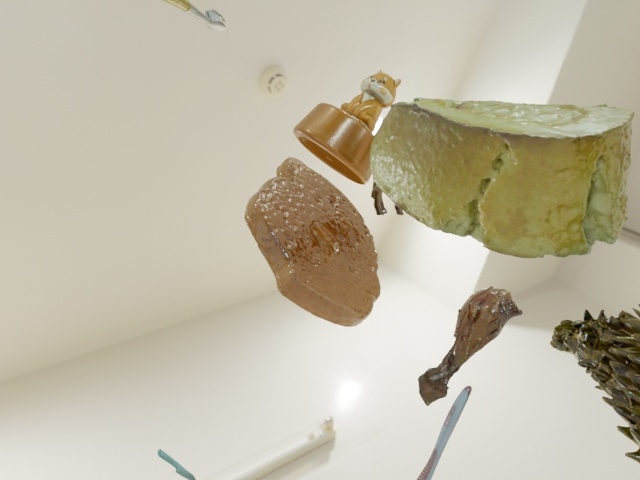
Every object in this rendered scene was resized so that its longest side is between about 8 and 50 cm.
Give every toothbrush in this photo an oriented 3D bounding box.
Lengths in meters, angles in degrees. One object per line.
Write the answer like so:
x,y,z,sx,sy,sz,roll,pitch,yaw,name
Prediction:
0.094,0.221,0.474,0.019,0.013,0.193,33,-97,-18,toothbrush
-0.177,-0.299,0.628,0.021,0.288,0.024,-18,-82,13,toothbrush

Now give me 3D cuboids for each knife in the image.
-0.185,0.295,0.661,0.005,0.014,0.091,-23,-50,5,knife

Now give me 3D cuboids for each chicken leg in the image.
0.310,0.226,1.099,0.093,0.113,0.304,38,-93,-22,chicken leg

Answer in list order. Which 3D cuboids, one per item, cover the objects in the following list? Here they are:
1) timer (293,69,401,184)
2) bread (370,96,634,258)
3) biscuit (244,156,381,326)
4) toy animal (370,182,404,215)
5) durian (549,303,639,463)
0.055,-0.178,0.731,0.132,0.132,0.152,36,-90,-44,timer
0.175,-0.079,0.514,0.186,0.257,0.124,-20,-61,-40,bread
-0.001,0.001,1.100,0.350,0.455,0.078,42,-63,-8,biscuit
0.217,-0.177,1.248,0.149,0.054,0.275,25,-90,-13,toy animal
0.306,0.148,0.364,0.172,0.306,0.166,-43,-37,4,durian
